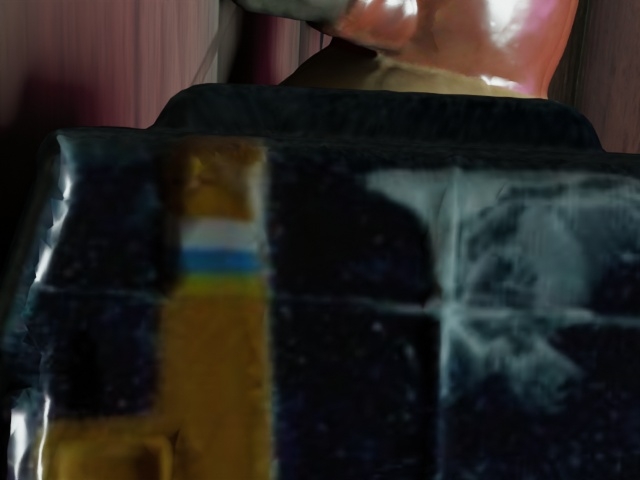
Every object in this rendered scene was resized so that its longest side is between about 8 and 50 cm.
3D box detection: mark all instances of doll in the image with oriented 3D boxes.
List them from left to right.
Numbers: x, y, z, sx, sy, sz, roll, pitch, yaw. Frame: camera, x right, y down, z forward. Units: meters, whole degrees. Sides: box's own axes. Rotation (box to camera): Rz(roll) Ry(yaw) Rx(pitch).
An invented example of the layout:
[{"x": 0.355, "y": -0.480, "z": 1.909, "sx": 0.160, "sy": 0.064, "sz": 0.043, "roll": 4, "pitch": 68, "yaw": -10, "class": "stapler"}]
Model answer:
[{"x": 0.054, "y": -0.079, "z": 0.731, "sx": 0.235, "sy": 0.174, "sz": 0.329, "roll": -16, "pitch": 115, "yaw": -71, "class": "doll"}]

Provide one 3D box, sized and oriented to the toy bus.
[{"x": 0.084, "y": 0.065, "z": 0.382, "sx": 0.162, "sy": 0.324, "sz": 0.194, "roll": -43, "pitch": 137, "yaw": -84, "class": "toy bus"}]
